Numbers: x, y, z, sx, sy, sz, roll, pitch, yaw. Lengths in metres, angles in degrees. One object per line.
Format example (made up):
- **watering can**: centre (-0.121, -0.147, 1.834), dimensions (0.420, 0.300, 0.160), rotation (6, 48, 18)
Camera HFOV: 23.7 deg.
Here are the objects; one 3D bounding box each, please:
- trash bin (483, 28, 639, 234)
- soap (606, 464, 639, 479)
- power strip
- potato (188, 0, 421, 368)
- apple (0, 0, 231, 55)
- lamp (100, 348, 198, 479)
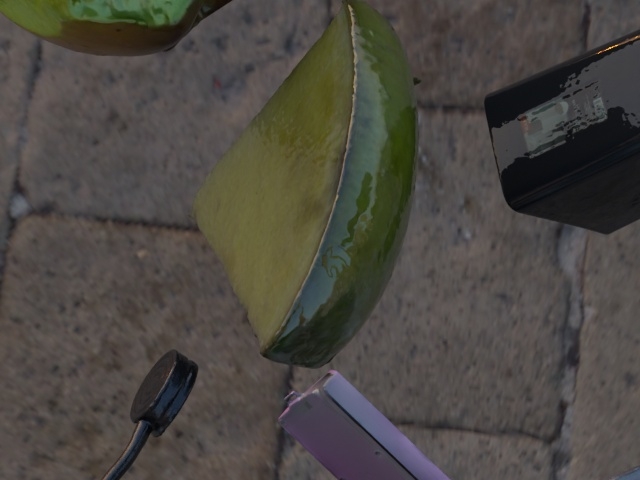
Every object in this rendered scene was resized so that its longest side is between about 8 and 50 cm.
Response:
- **trash bin**: centre (0.281, -0.102, 1.276), dimensions (0.225, 0.165, 0.115), rotation (-24, 65, 38)
- **soap**: centre (0.254, 0.342, 1.059), dimensions (0.107, 0.285, 0.296), rotation (-10, 52, -29)
- **power strip**: centre (0.073, 0.259, 1.694), dimensions (0.279, 0.109, 0.037), rotation (44, 49, 0)
- **potato**: centre (0.000, 0.000, 1.160), dimensions (0.112, 0.269, 0.255), rotation (20, 43, -22)
- **apple**: centre (-0.181, -0.330, 1.338), dimensions (0.374, 0.384, 0.374), rotation (-3, 113, -6)
- **lamp**: centre (-0.218, 0.212, 1.115), dimensions (0.108, 0.130, 0.371), rotation (36, 68, -11)
